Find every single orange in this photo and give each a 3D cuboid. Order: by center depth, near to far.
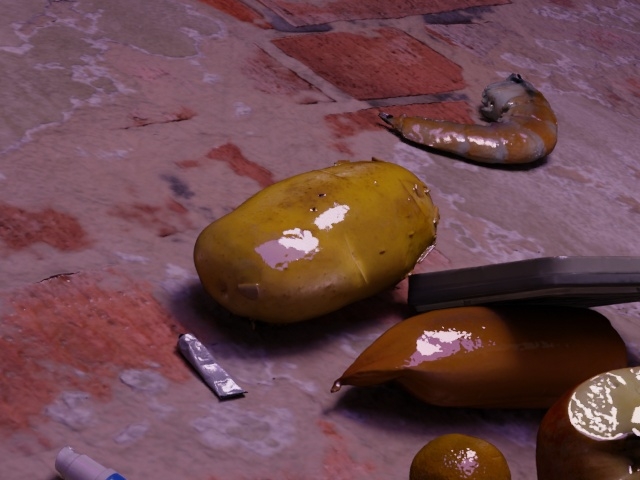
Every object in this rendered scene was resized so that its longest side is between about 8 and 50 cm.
[{"bbox_3d":[0.124,0.210,1.194,0.085,0.085,0.095,36,23,32],"label":"orange"}]

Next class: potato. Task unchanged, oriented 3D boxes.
[{"bbox_3d":[0.000,0.000,1.441,0.173,0.140,0.300,18,32,42],"label":"potato"}]

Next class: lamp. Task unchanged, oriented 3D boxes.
[{"bbox_3d":[0.266,0.044,1.451,0.269,0.047,0.266,0,-7,-30],"label":"lamp"}]

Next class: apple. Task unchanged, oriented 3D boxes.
[{"bbox_3d":[0.285,0.209,1.200,0.195,0.160,0.173,29,27,25],"label":"apple"}]

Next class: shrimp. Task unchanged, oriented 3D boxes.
[{"bbox_3d":[0.243,-0.161,1.969,0.287,0.068,0.185,-22,42,-36],"label":"shrimp"}]

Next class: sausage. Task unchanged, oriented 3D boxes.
[{"bbox_3d":[0.157,0.119,1.361,0.328,0.112,0.112,0,32,-24],"label":"sausage"}]

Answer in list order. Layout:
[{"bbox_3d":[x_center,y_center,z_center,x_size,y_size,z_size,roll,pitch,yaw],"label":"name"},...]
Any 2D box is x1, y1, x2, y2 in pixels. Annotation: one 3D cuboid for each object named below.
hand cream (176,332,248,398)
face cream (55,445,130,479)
[{"bbox_3d":[-0.108,0.121,1.305,0.030,0.019,0.093,-9,44,-42],"label":"hand cream"},{"bbox_3d":[-0.161,0.207,1.095,0.130,0.034,0.034,30,31,22],"label":"face cream"}]
